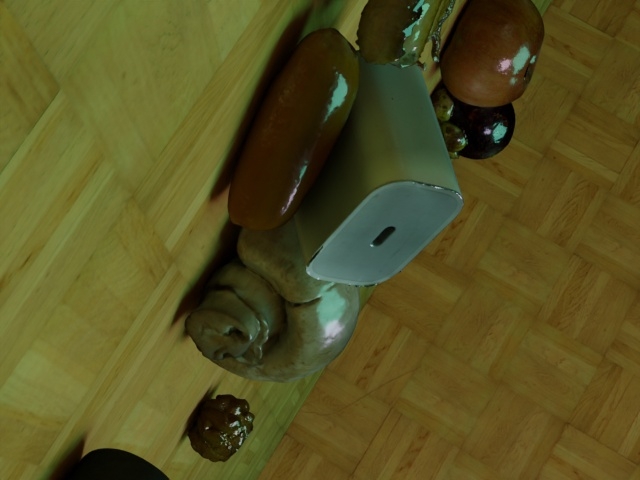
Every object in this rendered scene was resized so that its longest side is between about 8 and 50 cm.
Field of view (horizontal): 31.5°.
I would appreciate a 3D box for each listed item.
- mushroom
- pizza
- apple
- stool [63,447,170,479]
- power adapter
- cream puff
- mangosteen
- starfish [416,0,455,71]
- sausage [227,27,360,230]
[{"bbox_3d":[-0.051,0.084,1.403,0.195,0.189,0.253,-53,167,-51],"label":"mushroom"},{"bbox_3d":[0.165,-0.416,1.222,0.435,0.080,0.391,-63,175,-56],"label":"pizza"},{"bbox_3d":[0.338,-0.368,2.180,0.210,0.173,0.235,-54,169,-37],"label":"apple"},{"bbox_3d":[-0.245,0.343,1.273,0.139,0.153,0.228,-50,168,-49],"label":"stool"},{"bbox_3d":[0.044,-0.103,1.270,0.187,0.124,0.255,-47,-136,40],"label":"power adapter"},{"bbox_3d":[-0.166,0.303,1.863,0.116,0.094,0.122,-55,-165,-7],"label":"cream puff"},{"bbox_3d":[0.304,-0.251,2.419,0.217,0.192,0.192,-34,163,-19],"label":"mangosteen"},{"bbox_3d":[0.184,-0.365,1.765,0.209,0.053,0.150,103,6,-52],"label":"starfish"},{"bbox_3d":[-0.027,-0.113,1.180,0.238,0.098,0.098,-65,170,27],"label":"sausage"}]
